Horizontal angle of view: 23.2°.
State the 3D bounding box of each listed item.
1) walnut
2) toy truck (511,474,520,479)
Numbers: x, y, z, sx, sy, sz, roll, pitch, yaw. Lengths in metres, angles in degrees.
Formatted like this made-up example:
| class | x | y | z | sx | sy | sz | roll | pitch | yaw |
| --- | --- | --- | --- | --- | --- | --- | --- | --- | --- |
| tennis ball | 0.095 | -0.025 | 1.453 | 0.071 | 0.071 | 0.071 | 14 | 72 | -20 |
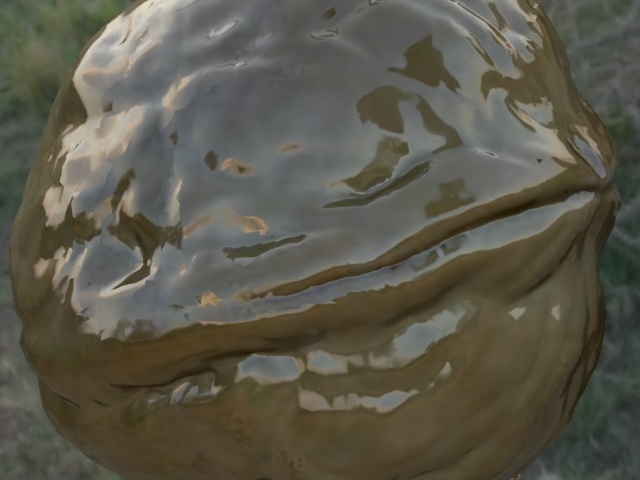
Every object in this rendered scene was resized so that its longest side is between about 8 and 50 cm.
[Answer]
| class | x | y | z | sx | sy | sz | roll | pitch | yaw |
| --- | --- | --- | --- | --- | --- | --- | --- | --- | --- |
| walnut | -0.002 | 0.000 | 0.743 | 0.313 | 0.252 | 0.277 | -13 | 63 | 42 |
| toy truck | 0.113 | 0.226 | 1.566 | 0.114 | 0.135 | 0.270 | 15 | 49 | 45 |
